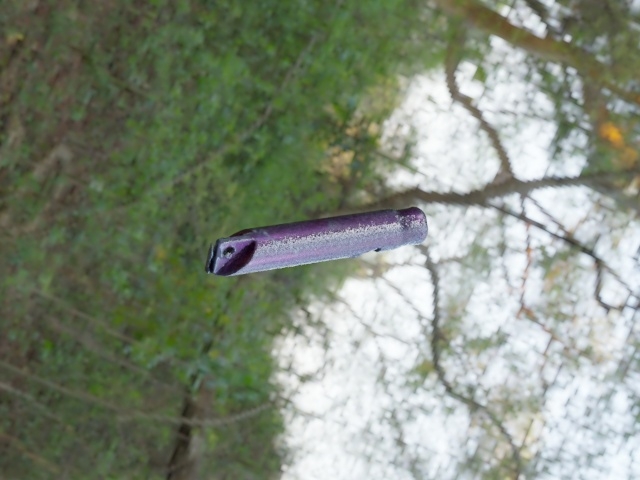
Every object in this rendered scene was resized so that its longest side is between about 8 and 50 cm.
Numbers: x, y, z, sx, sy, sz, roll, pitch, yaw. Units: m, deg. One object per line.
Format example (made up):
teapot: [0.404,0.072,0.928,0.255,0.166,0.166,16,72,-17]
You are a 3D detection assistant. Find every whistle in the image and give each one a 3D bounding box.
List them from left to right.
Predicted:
whistle: [0.000,0.000,0.922,0.033,0.176,0.033,30,-56,59]
